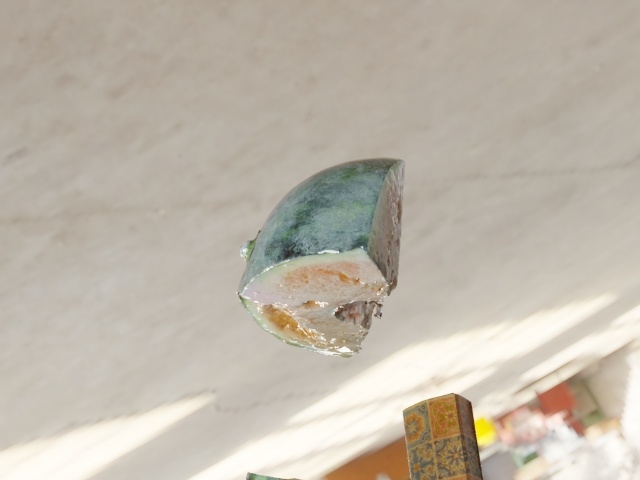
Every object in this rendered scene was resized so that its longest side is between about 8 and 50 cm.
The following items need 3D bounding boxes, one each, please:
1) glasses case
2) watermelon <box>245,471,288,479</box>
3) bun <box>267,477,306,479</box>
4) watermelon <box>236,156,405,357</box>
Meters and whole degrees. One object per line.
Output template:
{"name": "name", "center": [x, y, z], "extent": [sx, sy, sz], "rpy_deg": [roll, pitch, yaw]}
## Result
{"name": "glasses case", "center": [0.143, 0.284, 1.658], "extent": [0.075, 0.218, 0.049], "rpy_deg": [-25, 142, 28]}
{"name": "watermelon", "center": [0.027, 0.414, 1.984], "extent": [0.305, 0.180, 0.224], "rpy_deg": [34, 106, -34]}
{"name": "bun", "center": [-0.021, 0.357, 1.541], "extent": [0.134, 0.220, 0.220], "rpy_deg": [-50, 159, 22]}
{"name": "watermelon", "center": [-0.006, 0.000, 1.687], "extent": [0.175, 0.188, 0.322], "rpy_deg": [8, 151, -10]}
